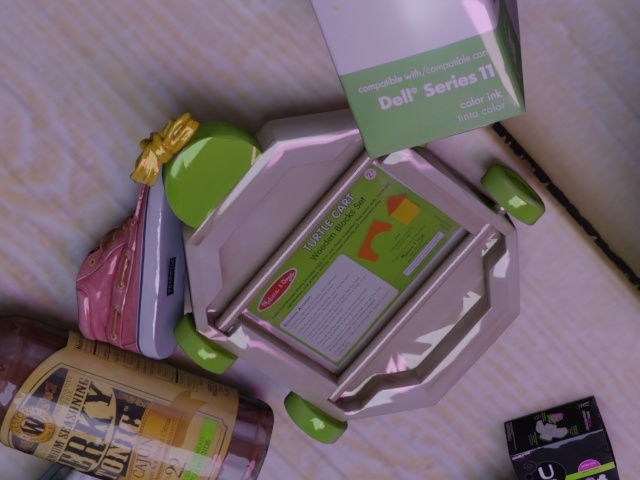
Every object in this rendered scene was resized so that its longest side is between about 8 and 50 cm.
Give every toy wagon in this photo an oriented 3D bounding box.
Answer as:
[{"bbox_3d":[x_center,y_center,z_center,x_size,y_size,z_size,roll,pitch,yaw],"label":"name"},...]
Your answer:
[{"bbox_3d":[0.000,0.000,1.435,0.344,0.068,0.267,35,105,-25],"label":"toy wagon"}]

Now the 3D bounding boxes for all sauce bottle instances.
[{"bbox_3d":[-0.214,0.130,1.505,0.344,0.111,0.111,19,117,-11],"label":"sauce bottle"}]

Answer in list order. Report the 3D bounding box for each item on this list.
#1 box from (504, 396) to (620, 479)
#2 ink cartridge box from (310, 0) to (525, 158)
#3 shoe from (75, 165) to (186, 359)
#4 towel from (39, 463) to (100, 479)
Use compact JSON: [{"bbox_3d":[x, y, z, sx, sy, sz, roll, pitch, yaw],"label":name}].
[{"bbox_3d":[0.208,0.182,1.574,0.083,0.052,0.062,-18,118,10],"label":"box"},{"bbox_3d":[0.034,-0.263,1.236,0.119,0.207,0.353,-15,118,12],"label":"ink cartridge box"},{"bbox_3d":[-0.149,0.003,1.462,0.081,0.063,0.178,11,101,24],"label":"shoe"},{"bbox_3d":[-0.186,0.387,1.659,0.320,0.090,0.374,32,114,-16],"label":"towel"}]
